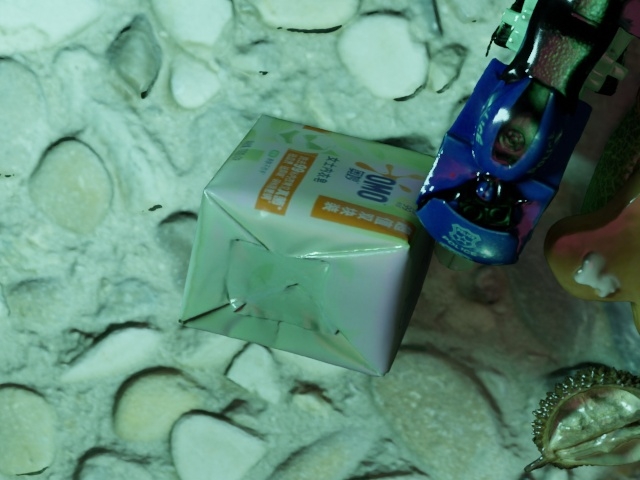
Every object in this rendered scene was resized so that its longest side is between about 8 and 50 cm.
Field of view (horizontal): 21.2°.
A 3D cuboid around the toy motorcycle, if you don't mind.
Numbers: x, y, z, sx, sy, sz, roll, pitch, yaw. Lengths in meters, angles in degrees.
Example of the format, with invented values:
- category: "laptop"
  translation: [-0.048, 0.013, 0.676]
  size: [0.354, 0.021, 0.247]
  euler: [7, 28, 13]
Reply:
- category: "toy motorcycle"
  translation: [0.166, -0.106, 1.338]
  size: [0.125, 0.196, 0.331]
  euler: [27, 115, 3]

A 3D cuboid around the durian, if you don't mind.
- category: "durian"
  translation: [0.240, 0.161, 1.537]
  size: [0.140, 0.071, 0.110]
  euler: [-30, 113, 10]

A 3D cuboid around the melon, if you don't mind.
- category: "melon"
  translation: [0.300, -0.072, 1.413]
  size: [0.114, 0.053, 0.261]
  euler: [21, 121, -5]

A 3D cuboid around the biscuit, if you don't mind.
- category: "biscuit"
  translation: [0.336, -0.055, 1.379]
  size: [0.216, 0.047, 0.339]
  euler: [32, 113, -21]

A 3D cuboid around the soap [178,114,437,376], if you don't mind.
- category: "soap"
  translation: [0.000, 0.000, 1.444]
  size: [0.182, 0.199, 0.138]
  euler: [15, 117, 7]
